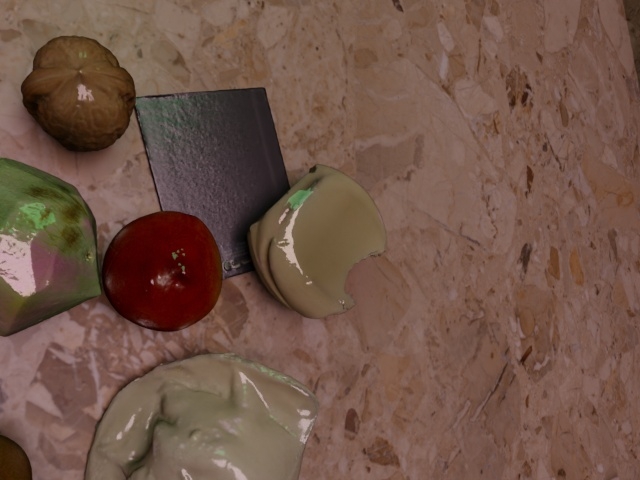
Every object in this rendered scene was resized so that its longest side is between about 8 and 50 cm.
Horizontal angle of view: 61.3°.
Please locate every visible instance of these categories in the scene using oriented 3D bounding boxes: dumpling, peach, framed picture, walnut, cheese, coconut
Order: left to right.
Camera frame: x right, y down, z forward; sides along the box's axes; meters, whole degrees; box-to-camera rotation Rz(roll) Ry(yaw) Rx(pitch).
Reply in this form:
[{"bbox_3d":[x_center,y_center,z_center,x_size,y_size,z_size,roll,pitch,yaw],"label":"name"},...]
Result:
[{"bbox_3d":[-0.397,0.015,0.715,0.236,0.236,0.204,32,103,-25],"label":"coconut"},{"bbox_3d":[-0.348,-0.210,0.785,0.155,0.184,0.155,4,80,-26],"label":"walnut"},{"bbox_3d":[-0.233,0.047,0.812,0.197,0.197,0.197,5,81,-31],"label":"peach"},{"bbox_3d":[-0.199,0.348,0.827,0.315,0.233,0.395,31,80,9],"label":"dumpling"},{"bbox_3d":[-0.172,-0.105,0.980,0.255,0.014,0.339,-16,92,-32],"label":"framed picture"},{"bbox_3d":[0.000,0.000,0.988,0.266,0.127,0.233,-44,107,-27],"label":"cheese"}]

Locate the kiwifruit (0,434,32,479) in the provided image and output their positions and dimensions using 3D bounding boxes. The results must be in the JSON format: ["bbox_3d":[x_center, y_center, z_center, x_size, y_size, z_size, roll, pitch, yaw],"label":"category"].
[{"bbox_3d":[-0.468,0.333,0.637,0.234,0.196,0.196,-1,84,-26],"label":"kiwifruit"}]
